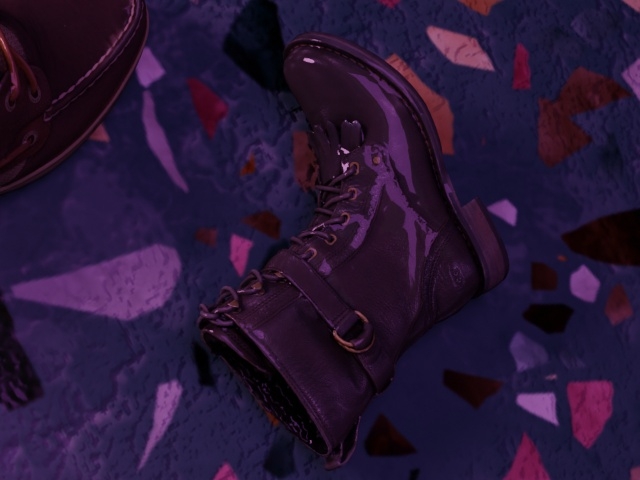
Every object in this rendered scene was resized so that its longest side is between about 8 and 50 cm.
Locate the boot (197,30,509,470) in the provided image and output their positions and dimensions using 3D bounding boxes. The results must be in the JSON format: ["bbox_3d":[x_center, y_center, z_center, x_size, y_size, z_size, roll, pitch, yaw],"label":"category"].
[{"bbox_3d":[0.000,0.000,1.021,0.229,0.091,0.263,-37,91,-31],"label":"boot"}]

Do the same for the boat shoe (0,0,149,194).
[{"bbox_3d":[-0.231,-0.092,0.933,0.342,0.123,0.123,-40,90,-30],"label":"boat shoe"}]
